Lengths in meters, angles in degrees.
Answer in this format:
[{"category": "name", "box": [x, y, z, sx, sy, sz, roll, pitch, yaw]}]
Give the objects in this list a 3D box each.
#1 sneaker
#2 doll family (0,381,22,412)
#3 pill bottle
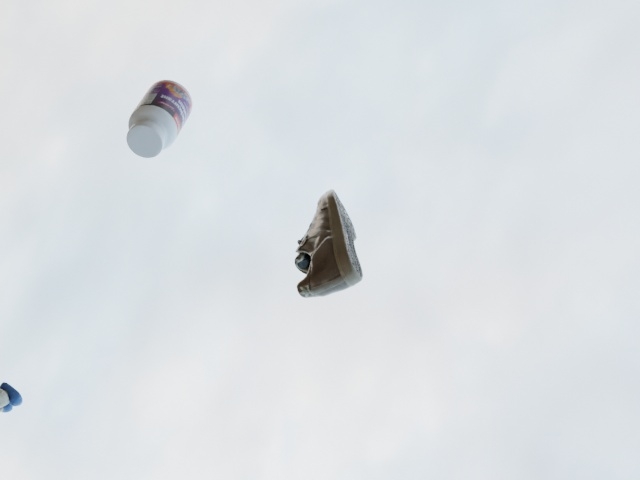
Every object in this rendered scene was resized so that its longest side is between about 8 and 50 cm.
[{"category": "sneaker", "box": [0.000, 0.000, 0.995, 0.071, 0.066, 0.188, -24, -156, 8]}, {"category": "doll family", "box": [-0.481, 0.244, 1.040, 0.263, 0.118, 0.163, -51, 174, 38]}, {"category": "pill bottle", "box": [-0.354, -0.262, 1.915, 0.108, 0.108, 0.193, -24, -152, 26]}]
